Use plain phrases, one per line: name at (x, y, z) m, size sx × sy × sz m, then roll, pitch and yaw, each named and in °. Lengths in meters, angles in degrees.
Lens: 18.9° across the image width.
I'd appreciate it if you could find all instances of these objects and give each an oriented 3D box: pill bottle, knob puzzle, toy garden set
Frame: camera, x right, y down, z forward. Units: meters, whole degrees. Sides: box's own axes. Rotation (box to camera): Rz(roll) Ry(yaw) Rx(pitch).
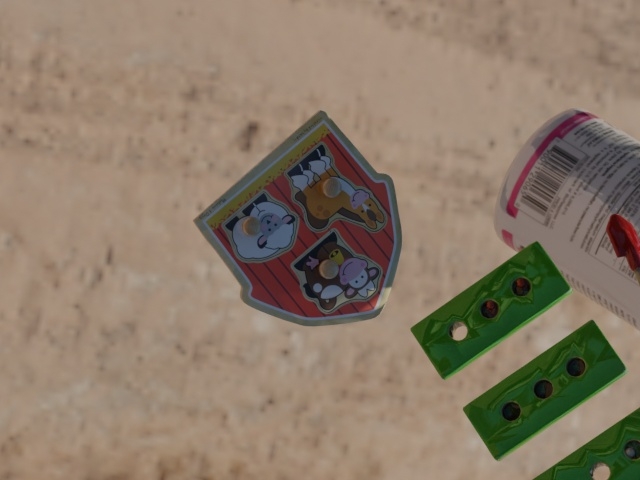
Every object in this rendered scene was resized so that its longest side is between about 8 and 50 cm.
pill bottle at (0.324, 0.002, 1.885) m, size 0.160 × 0.283 × 0.160 m, roll -39°, pitch 149°, yaw -29°
knob puzzle at (0.000, 0.000, 1.883) m, size 0.213 × 0.030 × 0.213 m, roll -1°, pitch 92°, yaw -15°
toy garden set at (0.212, 0.104, 1.291) m, size 0.204 × 0.244 × 0.049 m, roll -35°, pitch 159°, yaw 6°
